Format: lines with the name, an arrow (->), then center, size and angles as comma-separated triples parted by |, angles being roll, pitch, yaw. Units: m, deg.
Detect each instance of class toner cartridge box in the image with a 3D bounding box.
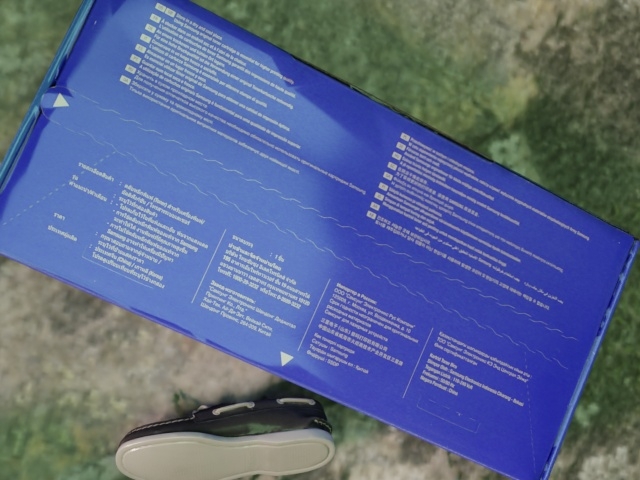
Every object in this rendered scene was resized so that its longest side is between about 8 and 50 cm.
toner cartridge box -> 0.000, 0.000, 0.548 | 0.348, 0.075, 0.165 | 26, 81, -14

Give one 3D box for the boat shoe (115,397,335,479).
boat shoe -> -0.055, 0.113, 0.549 | 0.125, 0.038, 0.046 | -4, 131, -10
